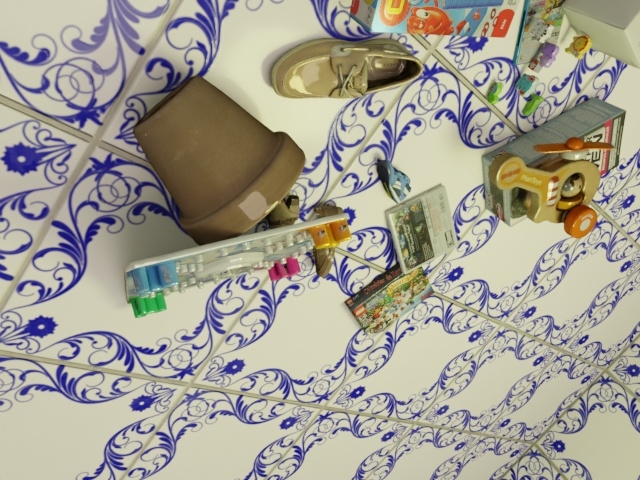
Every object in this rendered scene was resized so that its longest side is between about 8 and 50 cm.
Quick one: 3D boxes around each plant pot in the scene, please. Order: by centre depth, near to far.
[{"bbox_3d":[-0.194,-0.156,0.965,0.263,0.263,0.229,-40,114,1],"label":"plant pot"}]

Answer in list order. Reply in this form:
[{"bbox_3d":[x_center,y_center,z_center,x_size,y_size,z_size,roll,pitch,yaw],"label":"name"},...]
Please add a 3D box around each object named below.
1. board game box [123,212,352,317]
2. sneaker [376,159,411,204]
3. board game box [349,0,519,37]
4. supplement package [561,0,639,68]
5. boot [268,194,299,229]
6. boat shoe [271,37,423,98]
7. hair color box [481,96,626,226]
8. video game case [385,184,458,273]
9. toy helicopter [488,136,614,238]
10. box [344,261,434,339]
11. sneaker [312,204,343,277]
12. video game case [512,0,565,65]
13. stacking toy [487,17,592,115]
[{"bbox_3d":[-0.176,0.060,1.072,0.390,0.050,0.390,-14,171,-22],"label":"board game box"},{"bbox_3d":[0.176,-0.148,1.296,0.059,0.053,0.144,-35,142,-2],"label":"sneaker"},{"bbox_3d":[0.228,-0.507,0.914,0.302,0.086,0.308,-8,133,-24],"label":"board game box"},{"bbox_3d":[0.722,-0.570,1.208,0.177,0.175,0.293,21,111,-47],"label":"supplement package"},{"bbox_3d":[-0.099,-0.063,1.205,0.118,0.042,0.087,4,129,-25],"label":"boot"},{"bbox_3d":[0.056,-0.326,1.058,0.302,0.098,0.109,-14,129,-21],"label":"boat shoe"},{"bbox_3d":[0.623,-0.211,1.469,0.374,0.113,0.185,-28,132,-9],"label":"hair color box"},{"bbox_3d":[0.268,-0.027,1.431,0.173,0.022,0.190,-26,119,-12],"label":"video game case"},{"bbox_3d":[0.545,-0.153,1.302,0.355,0.140,0.235,9,115,-31],"label":"toy helicopter"},{"bbox_3d":[0.197,0.160,1.540,0.233,0.044,0.159,-36,134,-2],"label":"box"},{"bbox_3d":[0.000,0.000,1.304,0.071,0.066,0.188,6,115,-15],"label":"sneaker"},{"bbox_3d":[0.507,-0.495,1.257,0.119,0.015,0.166,-16,130,-19],"label":"video game case"},{"bbox_3d":[0.511,-0.397,1.286,0.167,0.052,0.221,4,131,-34],"label":"stacking toy"}]
